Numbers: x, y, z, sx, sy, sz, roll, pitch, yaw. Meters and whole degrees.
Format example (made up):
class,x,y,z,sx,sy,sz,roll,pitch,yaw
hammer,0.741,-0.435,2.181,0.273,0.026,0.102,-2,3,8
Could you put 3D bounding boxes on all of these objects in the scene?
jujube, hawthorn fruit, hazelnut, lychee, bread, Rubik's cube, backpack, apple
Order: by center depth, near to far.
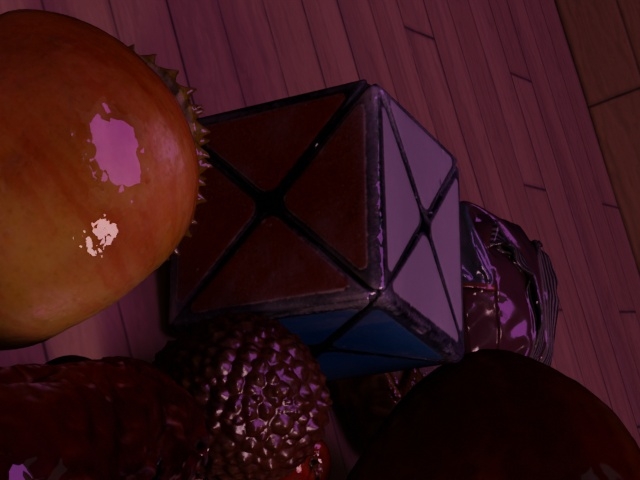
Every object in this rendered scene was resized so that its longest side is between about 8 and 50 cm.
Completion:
class,x,y,z,sx,sy,sz,roll,pitch,yaw
jujube,-0.211,0.187,1.242,0.342,0.216,0.216,-16,87,-62
apple,-0.239,-0.053,1.312,0.233,0.286,0.286,55,26,-16
lychee,-0.090,0.156,1.582,0.188,0.188,0.188,48,32,-43
hawthorn fruit,-0.030,0.240,1.763,0.093,0.093,0.093,48,32,-43
Rubik's cube,0.000,0.000,1.780,0.260,0.259,0.255,40,47,-58
hazelnut,0.182,0.326,1.795,0.421,0.353,0.421,-170,-90,-81
bread,0.082,0.155,2.076,0.181,0.096,0.222,61,26,-21
backpack,0.242,0.114,2.335,0.283,0.197,0.317,16,58,-65

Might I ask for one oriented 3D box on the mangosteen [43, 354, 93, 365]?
class,x,y,z,sx,sy,sz,roll,pitch,yaw
mangosteen,-0.221,0.141,1.431,0.081,0.081,0.081,48,32,-43

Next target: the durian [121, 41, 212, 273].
class,x,y,z,sx,sy,sz,roll,pitch,yaw
durian,-0.200,-0.064,1.563,0.166,0.172,0.306,18,60,-32
